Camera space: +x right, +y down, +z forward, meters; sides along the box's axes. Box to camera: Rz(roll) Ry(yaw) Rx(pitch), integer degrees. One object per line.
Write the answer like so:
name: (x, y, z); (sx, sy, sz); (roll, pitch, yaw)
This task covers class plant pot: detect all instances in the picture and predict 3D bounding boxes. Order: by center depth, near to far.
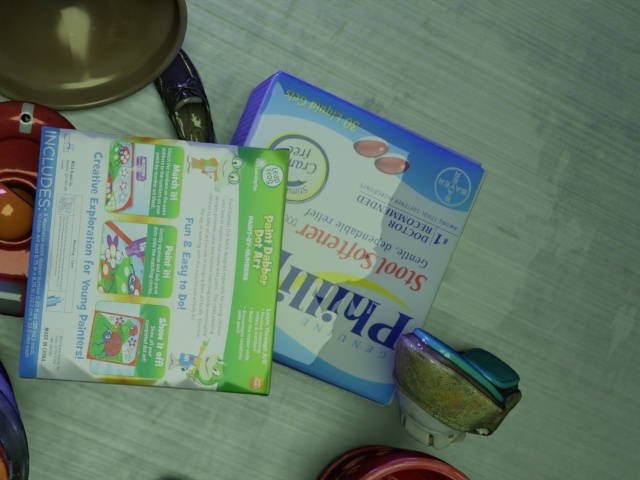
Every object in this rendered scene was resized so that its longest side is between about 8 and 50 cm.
plant pot: (-0.267, -0.257, 1.114); (0.237, 0.237, 0.110); (-11, 54, -13)
plant pot: (0.079, 0.324, 1.193); (0.191, 0.174, 0.191); (0, 91, -13)

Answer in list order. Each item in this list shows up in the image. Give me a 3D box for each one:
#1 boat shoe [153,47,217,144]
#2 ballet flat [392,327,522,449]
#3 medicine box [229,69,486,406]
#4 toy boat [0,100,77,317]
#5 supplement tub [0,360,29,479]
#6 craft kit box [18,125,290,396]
boat shoe: (-0.151, -0.158, 1.197); (0.056, 0.049, 0.152); (-24, 95, -12)
ballet flat: (0.142, 0.173, 1.143); (0.123, 0.348, 0.123); (-3, 80, 19)
medicine box: (0.000, 0.000, 1.184); (0.263, 0.149, 0.289); (23, 85, -12)
toy boat: (-0.325, -0.033, 1.106); (0.150, 0.151, 0.231); (9, 89, -14)
supplement tub: (-0.386, 0.194, 0.991); (0.207, 0.338, 0.207); (-1, 94, -19)
craft kit box: (-0.162, 0.021, 1.050); (0.246, 0.061, 0.250); (6, 87, -4)
